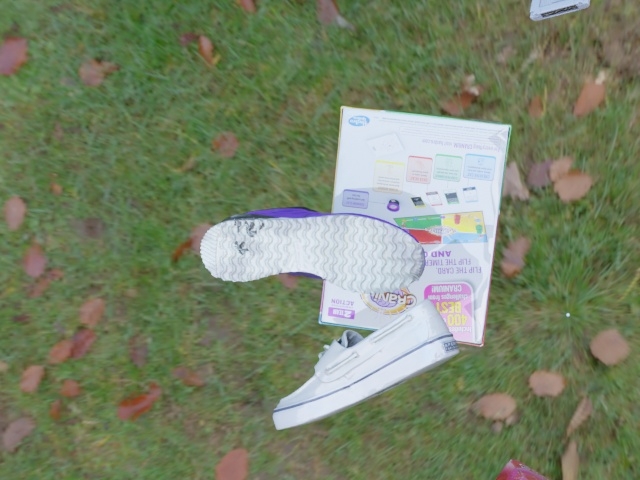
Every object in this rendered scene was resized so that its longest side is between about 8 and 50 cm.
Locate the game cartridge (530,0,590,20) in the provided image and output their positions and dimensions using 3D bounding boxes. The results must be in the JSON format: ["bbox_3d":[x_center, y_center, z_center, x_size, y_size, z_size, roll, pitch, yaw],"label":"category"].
[{"bbox_3d":[0.311,-0.316,1.586,0.083,0.017,0.056,-8,59,39],"label":"game cartridge"}]

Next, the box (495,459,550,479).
[{"bbox_3d":[0.200,0.261,0.759,0.257,0.128,0.123,33,92,-4],"label":"box"}]

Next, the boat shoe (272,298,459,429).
[{"bbox_3d":[0.042,0.155,1.526,0.267,0.096,0.088,-30,77,31],"label":"boat shoe"}]

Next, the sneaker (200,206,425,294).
[{"bbox_3d":[0.000,-0.001,1.647,0.293,0.146,0.102,5,103,11],"label":"sneaker"}]

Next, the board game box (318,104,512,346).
[{"bbox_3d":[0.134,-0.023,1.758,0.242,0.064,0.317,8,99,8],"label":"board game box"}]
